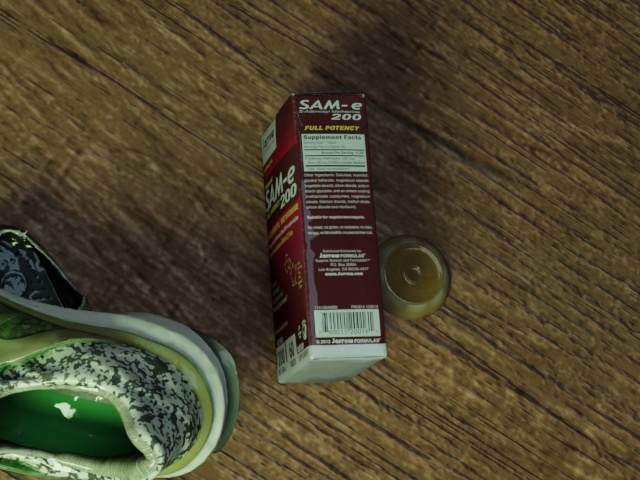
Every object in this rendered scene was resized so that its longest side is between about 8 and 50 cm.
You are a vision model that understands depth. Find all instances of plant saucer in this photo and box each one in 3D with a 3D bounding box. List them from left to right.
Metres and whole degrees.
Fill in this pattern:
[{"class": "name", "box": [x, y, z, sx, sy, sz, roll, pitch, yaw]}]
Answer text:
[{"class": "plant saucer", "box": [0.086, 0.033, 1.479, 0.083, 0.015, 0.083, 4, 76, -15]}]

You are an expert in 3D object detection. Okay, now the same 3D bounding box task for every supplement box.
[{"class": "supplement box", "box": [0.000, 0.000, 1.403, 0.073, 0.130, 0.239, 0, 75, -15]}]

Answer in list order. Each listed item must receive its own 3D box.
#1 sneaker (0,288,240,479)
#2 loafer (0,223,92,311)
[{"class": "sneaker", "box": [-0.276, 0.113, 1.218, 0.410, 0.182, 0.158, 6, 101, 6]}, {"class": "loafer", "box": [-0.230, 0.093, 1.337, 0.094, 0.087, 0.251, -34, 87, -20]}]
